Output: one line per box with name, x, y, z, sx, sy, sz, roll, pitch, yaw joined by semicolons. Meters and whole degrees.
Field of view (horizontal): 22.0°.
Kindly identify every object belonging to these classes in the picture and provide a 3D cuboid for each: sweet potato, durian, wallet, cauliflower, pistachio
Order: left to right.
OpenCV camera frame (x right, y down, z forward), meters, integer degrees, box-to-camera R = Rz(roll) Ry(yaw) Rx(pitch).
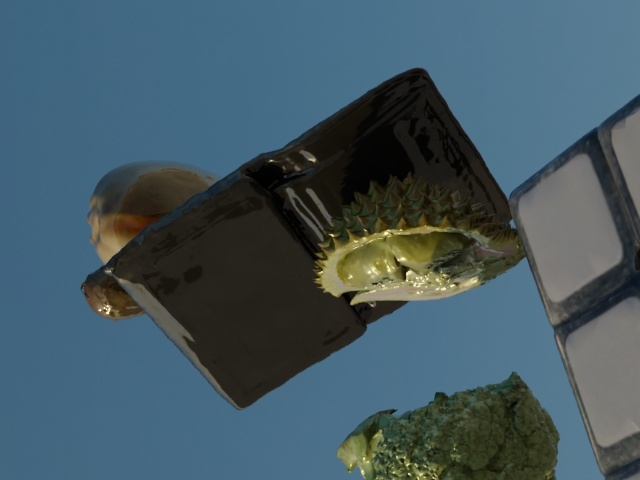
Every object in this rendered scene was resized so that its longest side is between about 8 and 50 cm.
pistachio;-0.149;-0.017;1.658;0.215;0.144;0.144;-4;-86;-55
sweet potato;-0.155;0.039;1.835;0.233;0.081;0.062;-17;-108;-21
wallet;0.000;0.000;1.453;0.323;0.041;0.247;-36;-47;1
durian;0.098;-0.007;1.378;0.146;0.208;0.102;96;173;-67
cauliflower;0.143;0.259;1.892;0.272;0.250;0.275;-43;-39;-43

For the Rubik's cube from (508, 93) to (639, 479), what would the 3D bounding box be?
Rubik's cube;0.344;0.035;0.989;0.305;0.301;0.304;-1;-113;-35
